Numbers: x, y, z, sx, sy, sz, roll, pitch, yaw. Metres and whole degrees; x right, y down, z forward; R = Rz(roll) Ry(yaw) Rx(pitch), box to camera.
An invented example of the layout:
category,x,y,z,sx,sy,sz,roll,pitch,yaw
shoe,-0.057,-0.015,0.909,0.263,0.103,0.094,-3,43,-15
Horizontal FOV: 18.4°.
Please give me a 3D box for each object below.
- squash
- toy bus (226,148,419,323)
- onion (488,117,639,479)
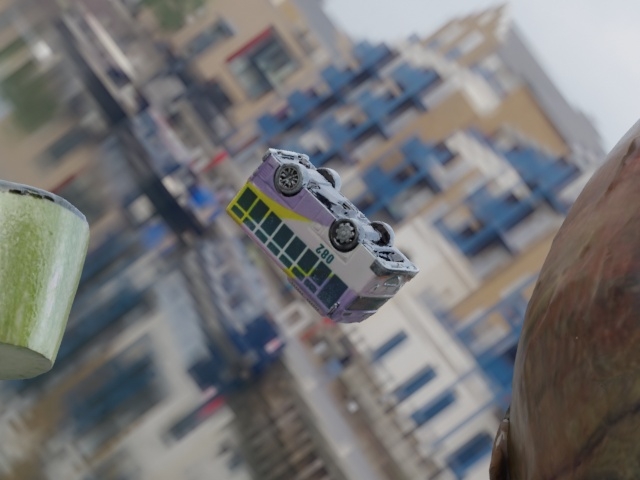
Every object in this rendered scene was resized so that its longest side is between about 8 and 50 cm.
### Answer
category,x,y,z,sx,sy,sz,roll,pitch,yaw
squash,-0.264,0.036,1.522,0.170,0.170,0.122,54,34,-65
toy bus,0.000,0.000,1.110,0.102,0.058,0.052,46,18,22
onion,0.252,0.076,0.870,0.353,0.354,0.353,53,0,1
